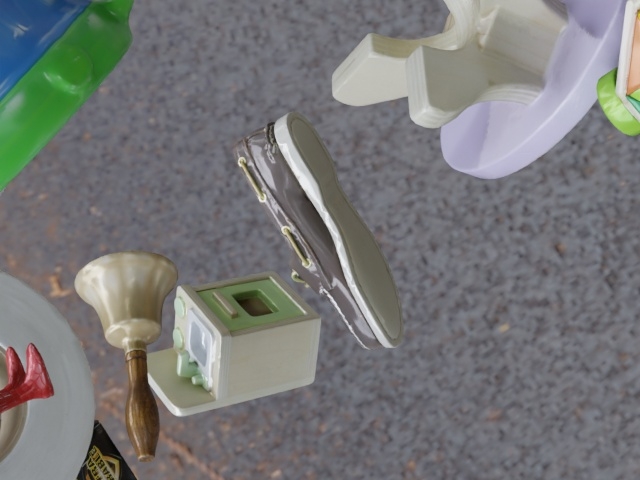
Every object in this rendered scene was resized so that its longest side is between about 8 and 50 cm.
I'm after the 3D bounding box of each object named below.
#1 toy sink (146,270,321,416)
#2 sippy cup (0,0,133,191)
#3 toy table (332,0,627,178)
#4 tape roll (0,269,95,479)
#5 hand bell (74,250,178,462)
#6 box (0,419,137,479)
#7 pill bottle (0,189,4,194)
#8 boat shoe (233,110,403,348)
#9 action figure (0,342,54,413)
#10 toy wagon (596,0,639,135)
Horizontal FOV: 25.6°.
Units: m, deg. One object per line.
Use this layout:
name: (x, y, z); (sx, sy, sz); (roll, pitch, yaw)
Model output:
toy sink: (-0.139, 0.146, 2.103); (0.153, 0.234, 0.131); (43, 136, 48)
sippy cup: (-0.270, -0.117, 0.831); (0.224, 0.305, 0.240); (44, 133, -14)
toy table: (0.138, -0.177, 1.224); (0.274, 0.161, 0.252); (-54, 31, 34)
tape roll: (-0.370, 0.164, 1.371); (0.286, 0.286, 0.100); (64, 151, 2)
hand bell: (-0.215, 0.145, 1.648); (0.126, 0.126, 0.242); (-46, 45, 41)
box: (-0.304, 0.341, 1.723); (0.322, 0.079, 0.257); (-9, 114, 53)
pill bottle: (-0.395, -0.134, 1.162); (0.204, 0.361, 0.204); (-2, 78, 7)
boat shoe: (0.000, 0.000, 1.780); (0.097, 0.116, 0.324); (-24, 100, 24)
action figure: (-0.370, 0.123, 1.116); (0.091, 0.280, 0.139); (-18, 97, 60)
toy wagon: (0.391, -0.093, 1.077); (0.344, 0.068, 0.267); (48, 129, -10)
